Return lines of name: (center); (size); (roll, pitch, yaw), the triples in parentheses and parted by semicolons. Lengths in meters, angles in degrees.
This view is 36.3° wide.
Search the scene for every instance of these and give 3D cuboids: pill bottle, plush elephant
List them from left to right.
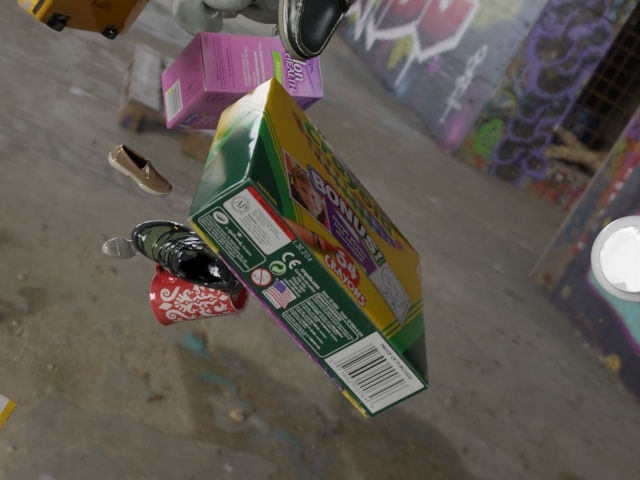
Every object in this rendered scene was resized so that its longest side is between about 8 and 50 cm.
plush elephant: (-0.166, -0.536, 1.972); (0.255, 0.271, 0.330); (14, 56, -61)
pill bottle: (0.454, 0.027, 1.402); (0.124, 0.124, 0.221); (36, 10, 18)

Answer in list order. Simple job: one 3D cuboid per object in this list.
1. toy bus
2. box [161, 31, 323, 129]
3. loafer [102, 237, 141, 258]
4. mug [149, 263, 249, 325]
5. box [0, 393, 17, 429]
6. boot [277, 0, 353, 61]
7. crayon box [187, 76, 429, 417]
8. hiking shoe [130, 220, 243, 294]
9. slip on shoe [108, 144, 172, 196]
toy bus: (-0.369, -0.399, 1.521); (0.130, 0.108, 0.332); (42, 14, 5)
box: (-0.153, -0.297, 1.874); (0.243, 0.117, 0.213); (-2, -12, -29)
loafer: (-0.411, 0.019, 2.049); (0.125, 0.039, 0.045); (-5, 81, -52)
mug: (-0.242, 0.100, 1.909); (0.169, 0.113, 0.150); (-6, -24, 23)
box: (-0.517, 0.235, 1.400); (0.136, 0.028, 0.081); (33, 45, -8)
boot: (0.054, -0.325, 1.160); (0.178, 0.236, 0.085); (12, -13, 44)
crayon box: (0.000, 0.000, 1.291); (0.363, 0.106, 0.313); (50, 23, -23)
hiking shoe: (-0.239, 0.021, 1.704); (0.226, 0.086, 0.114); (23, 0, 13)
slip on shoe: (-0.326, -0.131, 1.807); (0.135, 0.041, 0.051); (36, 34, -21)
